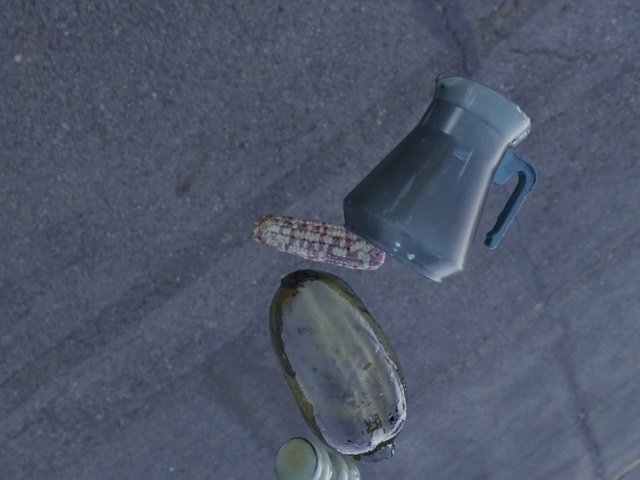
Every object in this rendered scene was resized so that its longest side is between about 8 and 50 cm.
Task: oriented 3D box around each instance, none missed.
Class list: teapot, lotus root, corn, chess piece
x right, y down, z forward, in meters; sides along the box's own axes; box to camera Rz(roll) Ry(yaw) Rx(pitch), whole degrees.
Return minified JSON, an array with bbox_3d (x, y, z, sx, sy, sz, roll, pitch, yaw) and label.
[{"bbox_3d":[0.157,-0.069,0.962,0.203,0.171,0.225,31,92,-22],"label":"teapot"},{"bbox_3d":[0.015,0.097,0.609,0.089,0.080,0.179,-33,111,-22],"label":"lotus root"},{"bbox_3d":[0.000,0.000,1.354,0.237,0.080,0.080,12,130,-3],"label":"corn"},{"bbox_3d":[0.011,0.578,1.961,0.133,0.133,0.243,-45,137,13],"label":"chess piece"}]
